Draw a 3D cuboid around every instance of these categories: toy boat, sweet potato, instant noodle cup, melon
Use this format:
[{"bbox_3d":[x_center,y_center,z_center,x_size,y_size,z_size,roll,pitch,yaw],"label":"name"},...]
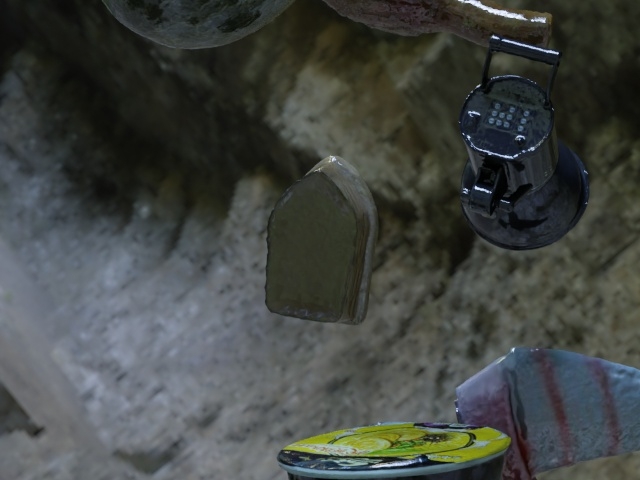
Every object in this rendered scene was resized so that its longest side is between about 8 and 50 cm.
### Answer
[{"bbox_3d":[0.000,0.000,1.553,0.116,0.188,0.061,8,7,24],"label":"toy boat"},{"bbox_3d":[0.120,-0.315,1.824,0.385,0.109,0.109,24,-8,15],"label":"sweet potato"},{"bbox_3d":[0.073,0.291,1.254,0.215,0.216,0.236,-134,-141,-87],"label":"instant noodle cup"},{"bbox_3d":[-0.096,-0.332,1.389,0.237,0.302,0.237,38,22,-19],"label":"melon"},{"bbox_3d":[0.295,0.201,1.545,0.096,0.282,0.206,-84,164,-74],"label":"toy boat"}]

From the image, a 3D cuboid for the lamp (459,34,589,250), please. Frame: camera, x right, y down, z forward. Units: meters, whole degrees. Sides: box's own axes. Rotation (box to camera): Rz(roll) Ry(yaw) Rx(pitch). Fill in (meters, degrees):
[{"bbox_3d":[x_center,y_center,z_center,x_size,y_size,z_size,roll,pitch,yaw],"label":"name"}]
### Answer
[{"bbox_3d":[0.204,-0.089,1.505,0.147,0.172,0.227,19,-15,21],"label":"lamp"}]
